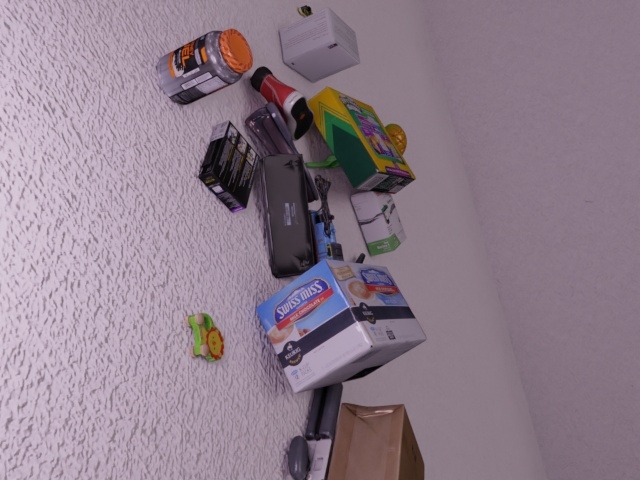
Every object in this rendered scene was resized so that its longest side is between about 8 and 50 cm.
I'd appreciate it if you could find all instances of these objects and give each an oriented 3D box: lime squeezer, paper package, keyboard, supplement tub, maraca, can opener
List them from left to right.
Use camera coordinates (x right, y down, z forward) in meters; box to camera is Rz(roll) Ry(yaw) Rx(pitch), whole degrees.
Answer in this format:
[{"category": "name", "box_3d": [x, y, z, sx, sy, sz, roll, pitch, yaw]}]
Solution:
[{"category": "supplement tub", "box_3d": [-0.248, -0.377, 1.299, 0.117, 0.191, 0.116, 38, 44, -49]}, {"category": "keyboard", "box_3d": [-0.054, -0.069, 1.553, 0.202, 0.033, 0.316, -5, 89, -29]}, {"category": "can opener", "box_3d": [-0.011, 0.443, 1.435, 0.095, 0.076, 0.283, 55, 32, -33]}, {"category": "lime squeezer", "box_3d": [0.036, -0.280, 1.908, 0.109, 0.059, 0.310, 60, 32, -25]}, {"category": "paper package", "box_3d": [0.144, 0.605, 1.471, 0.309, 0.168, 0.324, -77, 154, -43]}, {"category": "maraca", "box_3d": [0.284, -0.365, 2.357, 0.127, 0.099, 0.185, 0, 94, -30]}]

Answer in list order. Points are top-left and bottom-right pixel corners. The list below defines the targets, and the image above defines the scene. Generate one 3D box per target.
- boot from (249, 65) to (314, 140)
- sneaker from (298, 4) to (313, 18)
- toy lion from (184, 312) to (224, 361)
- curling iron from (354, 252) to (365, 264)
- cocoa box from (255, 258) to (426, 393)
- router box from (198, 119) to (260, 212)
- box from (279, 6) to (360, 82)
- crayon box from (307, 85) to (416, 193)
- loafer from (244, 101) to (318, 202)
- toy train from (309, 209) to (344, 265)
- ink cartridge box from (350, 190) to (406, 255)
[{"category": "boot", "box_3d": [-0.113, -0.383, 1.667, 0.176, 0.088, 0.244, 40, -8, 14]}, {"category": "sneaker", "box_3d": [-0.041, -0.774, 2.040, 0.083, 0.035, 0.031, -11, 87, -62]}, {"category": "toy lion", "box_3d": [-0.228, 0.196, 1.218, 0.096, 0.034, 0.100, 9, 68, -67]}, {"category": "curling iron", "box_3d": [0.094, 0.130, 1.826, 0.068, 0.035, 0.274, 62, 31, -30]}, {"category": "cocoa box", "box_3d": [0.059, 0.203, 1.467, 0.347, 0.231, 0.227, 11, 48, -59]}, {"category": "router box", "box_3d": [-0.211, -0.174, 1.416, 0.133, 0.046, 0.178, 50, 37, -39]}, {"category": "box", "box_3d": [0.000, -0.603, 1.872, 0.182, 0.181, 0.118, 16, 63, -59]}, {"category": "crayon box", "box_3d": [0.137, -0.310, 1.929, 0.313, 0.106, 0.363, 60, 23, 13]}, {"category": "loafer", "box_3d": [-0.102, -0.222, 1.620, 0.302, 0.095, 0.109, 64, -1, -28]}, {"category": "toy train", "box_3d": [0.000, 0.000, 1.647, 0.080, 0.105, 0.184, 14, 65, -59]}, {"category": "ink cartridge box", "box_3d": [0.201, -0.078, 2.063, 0.160, 0.093, 0.219, -38, 110, -61]}]
